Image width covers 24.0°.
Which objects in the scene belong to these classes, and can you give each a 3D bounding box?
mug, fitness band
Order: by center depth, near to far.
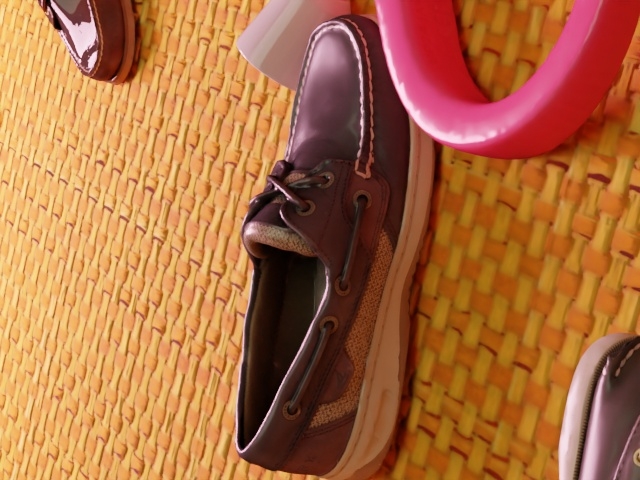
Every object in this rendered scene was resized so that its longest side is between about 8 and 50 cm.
[{"bbox_3d":[0.101,-0.187,0.820,0.209,0.054,0.291,-32,57,48],"label":"fitness band"},{"bbox_3d":[-0.016,-0.142,0.976,0.064,0.062,0.078,-56,48,21],"label":"mug"}]

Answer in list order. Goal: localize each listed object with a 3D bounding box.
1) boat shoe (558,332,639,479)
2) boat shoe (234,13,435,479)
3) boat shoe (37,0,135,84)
[{"bbox_3d":[0.143,0.154,0.668,0.069,0.081,0.227,-4,78,59],"label":"boat shoe"},{"bbox_3d":[0.000,0.000,0.893,0.103,0.092,0.285,1,85,55],"label":"boat shoe"},{"bbox_3d":[-0.211,-0.215,1.258,0.073,0.073,0.207,-51,47,36],"label":"boat shoe"}]
